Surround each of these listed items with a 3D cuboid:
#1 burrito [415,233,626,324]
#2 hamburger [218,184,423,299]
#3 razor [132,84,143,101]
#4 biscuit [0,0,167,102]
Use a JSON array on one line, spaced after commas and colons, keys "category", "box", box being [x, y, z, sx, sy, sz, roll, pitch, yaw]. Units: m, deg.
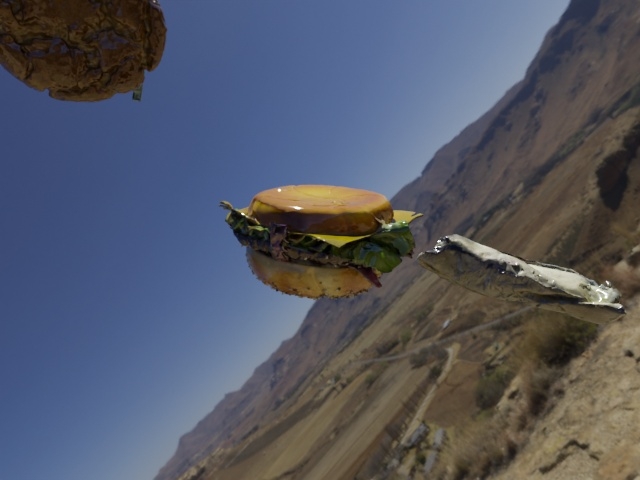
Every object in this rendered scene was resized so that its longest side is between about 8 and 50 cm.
[{"category": "burrito", "box": [0.228, 0.042, 0.556, 0.063, 0.229, 0.058, -70, -23, -11]}, {"category": "hamburger", "box": [0.001, 0.001, 0.447, 0.163, 0.189, 0.093, -11, -71, -38]}, {"category": "razor", "box": [-0.418, -0.325, 0.909, 0.191, 0.037, 0.068, 2, -82, -60]}, {"category": "biscuit", "box": [-0.298, -0.277, 0.571, 0.226, 0.226, 0.042, -42, 25, -26]}]
